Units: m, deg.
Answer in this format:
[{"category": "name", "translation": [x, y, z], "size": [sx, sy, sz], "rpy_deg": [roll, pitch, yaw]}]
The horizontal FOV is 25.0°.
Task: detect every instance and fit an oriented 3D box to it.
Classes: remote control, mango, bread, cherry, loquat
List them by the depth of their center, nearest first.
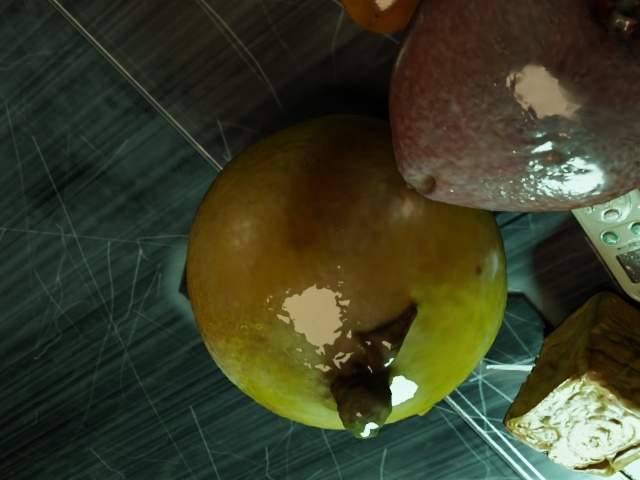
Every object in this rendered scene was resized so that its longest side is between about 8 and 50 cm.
[{"category": "cherry", "translation": [0.191, -0.142, 1.284], "size": [0.261, 0.221, 0.307], "rpy_deg": [46, 121, -6]}, {"category": "mango", "translation": [0.077, -0.268, 1.339], "size": [0.105, 0.084, 0.159], "rpy_deg": [44, 114, 7]}, {"category": "loquat", "translation": [0.030, 0.053, 1.451], "size": [0.328, 0.359, 0.328], "rpy_deg": [-4, 133, -5]}, {"category": "remote control", "translation": [0.307, -0.024, 1.462], "size": [0.078, 0.042, 0.221], "rpy_deg": [-21, 118, 35]}, {"category": "bread", "translation": [0.304, 0.160, 1.551], "size": [0.149, 0.143, 0.158], "rpy_deg": [31, 138, -2]}]

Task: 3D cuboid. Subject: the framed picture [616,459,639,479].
[{"category": "framed picture", "translation": [0.432, 0.270, 1.669], "size": [0.203, 0.015, 0.150], "rpy_deg": [40, 133, -10]}]
